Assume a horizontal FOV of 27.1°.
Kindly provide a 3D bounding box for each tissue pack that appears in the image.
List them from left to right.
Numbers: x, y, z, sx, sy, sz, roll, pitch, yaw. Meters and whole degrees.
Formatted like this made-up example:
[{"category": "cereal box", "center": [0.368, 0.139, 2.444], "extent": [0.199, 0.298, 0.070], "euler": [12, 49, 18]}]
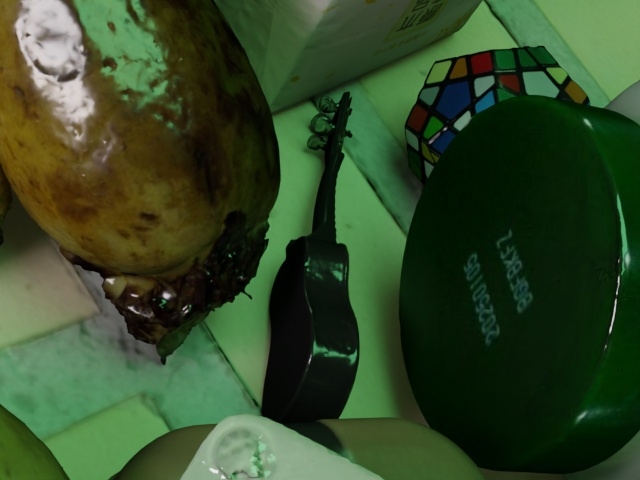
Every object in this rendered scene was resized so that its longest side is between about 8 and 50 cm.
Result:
[{"category": "tissue pack", "center": [0.037, -0.208, 0.907], "extent": [0.225, 0.185, 0.124], "euler": [-28, 75, -39]}]

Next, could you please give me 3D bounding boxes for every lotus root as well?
[{"category": "lotus root", "center": [-0.113, -0.088, 0.722], "extent": [0.314, 0.141, 0.169], "euler": [64, 5, -8]}]

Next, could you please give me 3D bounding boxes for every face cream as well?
[{"category": "face cream", "center": [0.250, 0.043, 0.804], "extent": [0.357, 0.219, 0.312], "euler": [9, 84, -28]}]

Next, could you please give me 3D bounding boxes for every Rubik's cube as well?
[{"category": "Rubik's cube", "center": [0.122, -0.072, 0.907], "extent": [0.112, 0.133, 0.133], "euler": [31, 44, -40]}]

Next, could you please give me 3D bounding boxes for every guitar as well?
[{"category": "guitar", "center": [-0.002, -0.001, 0.823], "extent": [0.038, 0.084, 0.271], "euler": [18, 45, -15]}]

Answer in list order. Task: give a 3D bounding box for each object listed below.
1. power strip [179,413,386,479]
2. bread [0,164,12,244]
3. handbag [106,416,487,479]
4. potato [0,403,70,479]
[{"category": "power strip", "center": [-0.088, 0.245, 0.467], "extent": [0.091, 0.062, 0.385], "euler": [25, 69, 16]}, {"category": "bread", "center": [-0.241, -0.032, 0.707], "extent": [0.140, 0.069, 0.128], "euler": [-27, 73, -40]}, {"category": "handbag", "center": [0.032, 0.231, 0.626], "extent": [0.283, 0.149, 0.302], "euler": [-2, 58, -32]}, {"category": "potato", "center": [-0.219, 0.133, 0.512], "extent": [0.242, 0.285, 0.242], "euler": [22, 65, -57]}]
